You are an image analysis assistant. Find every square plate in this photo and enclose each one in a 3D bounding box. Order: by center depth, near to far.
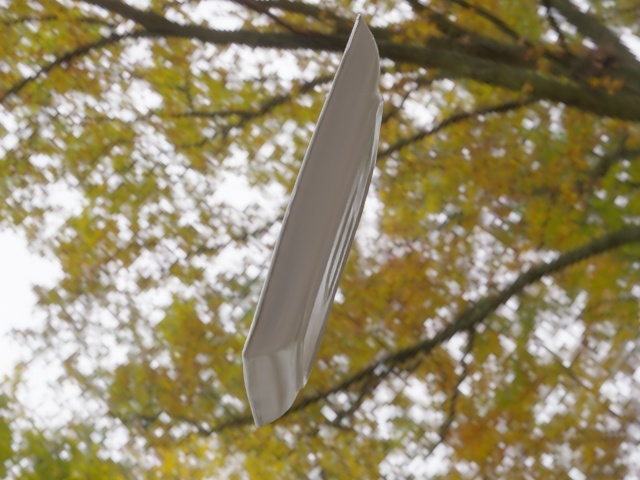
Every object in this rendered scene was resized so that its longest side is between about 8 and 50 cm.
[{"bbox_3d":[0.000,0.000,1.418,0.347,0.049,0.344,92,-164,-72],"label":"square plate"}]
